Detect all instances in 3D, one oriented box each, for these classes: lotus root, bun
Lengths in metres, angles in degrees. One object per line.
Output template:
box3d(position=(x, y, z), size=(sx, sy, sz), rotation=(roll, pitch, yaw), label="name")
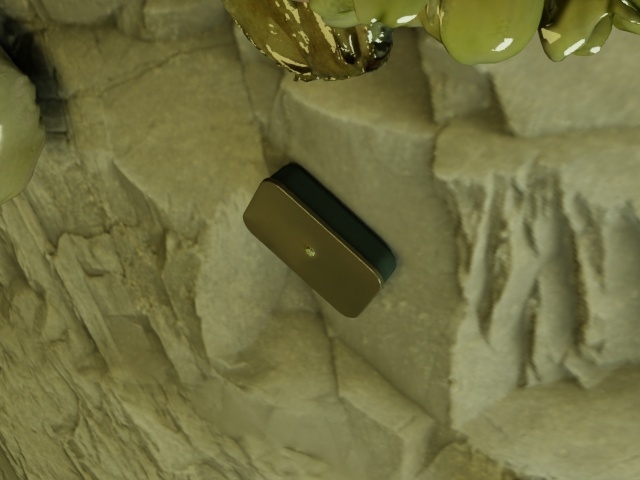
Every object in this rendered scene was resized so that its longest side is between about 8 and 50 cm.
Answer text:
box3d(position=(-0.004, -0.171, 0.910), size=(0.143, 0.070, 0.144), rotation=(-9, 117, 49), label="lotus root")
box3d(position=(-0.328, -0.125, 1.329), size=(0.178, 0.128, 0.193), rotation=(33, 138, 20), label="bun")

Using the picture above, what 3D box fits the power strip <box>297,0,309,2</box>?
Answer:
box3d(position=(0.031, -0.189, 0.752), size=(0.154, 0.154, 0.078), rotation=(6, 131, 48), label="power strip")

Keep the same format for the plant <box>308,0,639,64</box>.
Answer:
box3d(position=(0.117, -0.214, 0.538), size=(0.261, 0.297, 0.306), rotation=(0, 143, 33), label="plant")

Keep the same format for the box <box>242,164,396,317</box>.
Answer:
box3d(position=(0.000, 0.000, 1.162), size=(0.126, 0.031, 0.091), rotation=(41, 151, 5), label="box")
